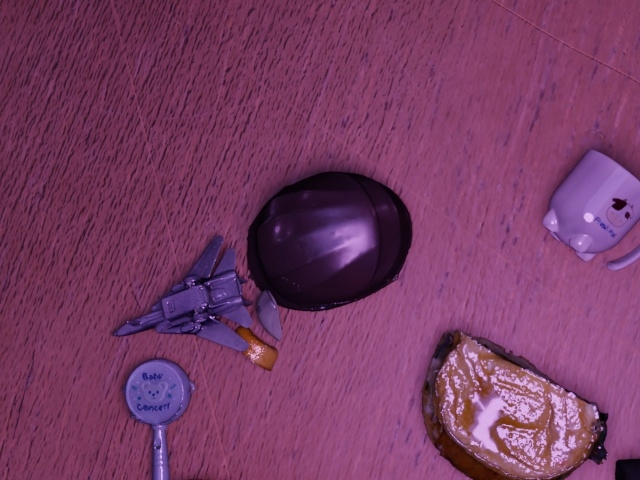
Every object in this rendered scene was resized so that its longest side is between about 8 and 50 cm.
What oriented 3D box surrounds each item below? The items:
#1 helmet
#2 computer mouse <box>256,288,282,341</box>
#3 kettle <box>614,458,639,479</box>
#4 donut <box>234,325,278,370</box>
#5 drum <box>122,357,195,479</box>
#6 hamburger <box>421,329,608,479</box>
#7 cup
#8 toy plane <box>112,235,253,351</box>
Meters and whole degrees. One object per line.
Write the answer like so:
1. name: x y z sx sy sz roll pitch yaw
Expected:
1. helmet: 0.000 0.000 1.596 0.305 0.177 0.225 -20 83 7
2. computer mouse: -0.090 0.133 1.638 0.032 0.110 0.056 -22 46 -15
3. kettle: 0.616 0.440 1.422 0.307 0.203 0.262 -8 80 7
4. donut: -0.114 0.182 1.670 0.038 0.067 0.083 -52 46 8
5. drum: -0.298 0.331 1.678 0.130 0.049 0.253 12 87 11
6. hamburger: 0.294 0.291 1.528 0.308 0.132 0.211 29 90 13
7. cup: 0.447 -0.041 1.554 0.142 0.173 0.134 -51 47 4
8. toy plane: -0.253 0.120 1.671 0.267 0.088 0.212 -18 72 9
